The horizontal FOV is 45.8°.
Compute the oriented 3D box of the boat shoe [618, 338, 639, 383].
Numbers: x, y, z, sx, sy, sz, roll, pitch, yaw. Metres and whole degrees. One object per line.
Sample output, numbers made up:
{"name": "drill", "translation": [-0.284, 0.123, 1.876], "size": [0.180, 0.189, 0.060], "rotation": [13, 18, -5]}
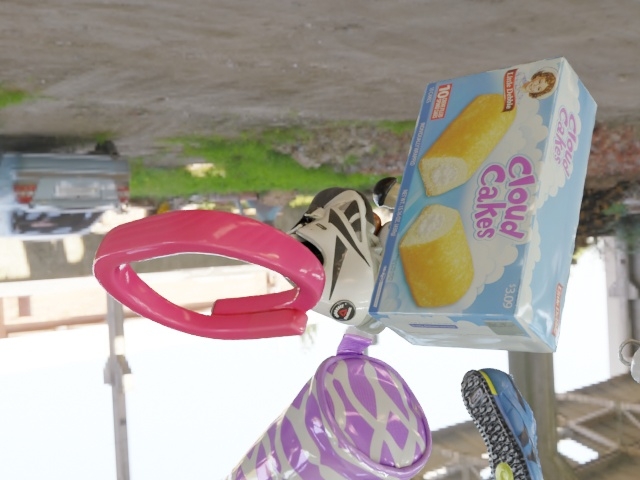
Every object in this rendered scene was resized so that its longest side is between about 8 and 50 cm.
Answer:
{"name": "boat shoe", "translation": [0.510, 0.173, 1.076], "size": [0.156, 0.136, 0.367], "rotation": [28, -167, 34]}

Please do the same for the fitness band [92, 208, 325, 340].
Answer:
{"name": "fitness band", "translation": [-0.128, 0.043, 0.859], "size": [0.290, 0.054, 0.209], "rotation": [-11, 140, 39]}

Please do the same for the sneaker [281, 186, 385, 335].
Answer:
{"name": "sneaker", "translation": [0.000, 0.000, 1.090], "size": [0.146, 0.123, 0.330], "rotation": [14, -157, -18]}

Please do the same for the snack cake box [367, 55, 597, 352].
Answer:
{"name": "snack cake box", "translation": [0.158, -0.033, 0.720], "size": [0.152, 0.265, 0.089], "rotation": [-5, 149, 41]}

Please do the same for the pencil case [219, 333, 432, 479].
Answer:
{"name": "pencil case", "translation": [-0.020, 0.155, 0.472], "size": [0.086, 0.088, 0.206], "rotation": [21, 127, -32]}

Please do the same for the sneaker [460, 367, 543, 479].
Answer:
{"name": "sneaker", "translation": [0.243, 0.248, 0.925], "size": [0.082, 0.209, 0.069], "rotation": [8, 136, -27]}

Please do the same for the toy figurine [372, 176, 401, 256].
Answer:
{"name": "toy figurine", "translation": [0.111, 0.015, 1.319], "size": [0.148, 0.213, 0.209], "rotation": [31, -145, 10]}
